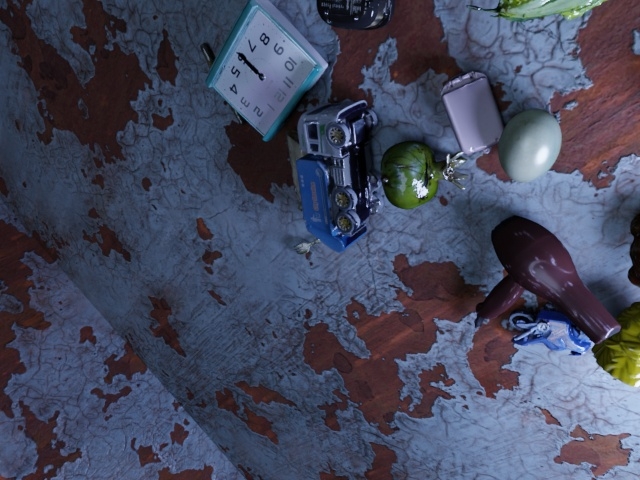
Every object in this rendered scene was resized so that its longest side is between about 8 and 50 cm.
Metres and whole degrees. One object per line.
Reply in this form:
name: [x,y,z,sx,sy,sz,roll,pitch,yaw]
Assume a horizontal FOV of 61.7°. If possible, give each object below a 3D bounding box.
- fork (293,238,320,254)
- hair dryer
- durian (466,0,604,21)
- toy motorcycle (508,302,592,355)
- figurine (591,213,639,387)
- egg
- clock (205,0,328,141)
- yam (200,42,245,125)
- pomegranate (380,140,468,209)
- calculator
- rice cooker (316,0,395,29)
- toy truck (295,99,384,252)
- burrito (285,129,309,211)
fork: [-0.004,0.003,1.515,0.220,0.028,0.034,-22,99,41]
hair dryer: [0.450,0.144,1.185,0.312,0.123,0.340,59,149,29]
durian: [0.435,-0.444,0.887,0.375,0.106,0.132,-13,110,38]
toy motorcycle: [0.539,0.211,1.232,0.205,0.076,0.114,4,125,35]
figurine: [0.655,0.107,1.031,0.168,0.188,0.315,-133,42,-57]
egg: [0.410,-0.184,1.054,0.114,0.114,0.152,20,129,25]
clock: [-0.127,-0.415,1.308,0.231,0.116,0.262,44,134,-2]
yam: [-0.264,-0.420,1.448,0.029,0.027,0.234,-12,109,49]
pomegranate: [0.228,-0.148,1.198,0.191,0.131,0.151,2,114,26]
calculator: [0.317,-0.261,1.109,0.100,0.032,0.174,-21,104,15]
rice cooker: [0.072,-0.498,1.116,0.165,0.106,0.112,22,124,37]
toy truck: [0.046,-0.154,1.311,0.175,0.146,0.367,14,124,33]
burrito: [-0.042,-0.178,1.412,0.087,0.060,0.225,17,126,35]
